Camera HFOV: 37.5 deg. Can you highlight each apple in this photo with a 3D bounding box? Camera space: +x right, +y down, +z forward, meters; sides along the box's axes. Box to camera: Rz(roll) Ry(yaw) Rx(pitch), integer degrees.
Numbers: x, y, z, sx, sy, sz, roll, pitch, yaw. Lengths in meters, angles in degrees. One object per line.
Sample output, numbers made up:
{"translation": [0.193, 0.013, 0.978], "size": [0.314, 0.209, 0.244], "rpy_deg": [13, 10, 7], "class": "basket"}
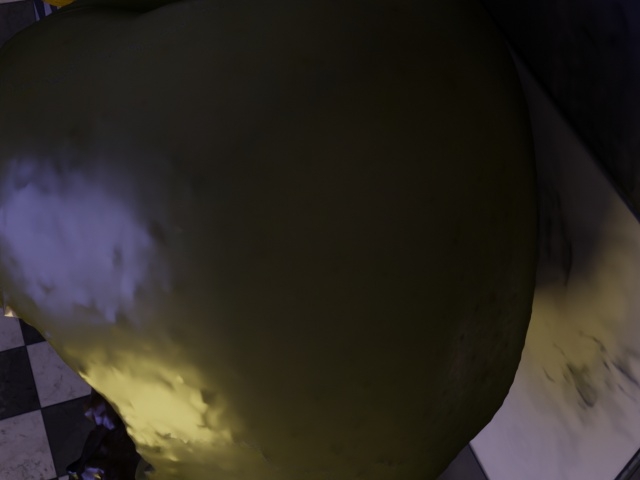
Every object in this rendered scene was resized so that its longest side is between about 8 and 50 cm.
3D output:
{"translation": [-0.021, -0.012, 0.442], "size": [0.279, 0.279, 0.279], "rpy_deg": [166, 90, -72], "class": "apple"}

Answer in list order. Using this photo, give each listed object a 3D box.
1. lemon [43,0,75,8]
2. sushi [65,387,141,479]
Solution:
{"translation": [-0.259, -0.349, 0.981], "size": [0.192, 0.192, 0.231], "rpy_deg": [133, 122, -69], "class": "lemon"}
{"translation": [-0.063, 0.151, 0.703], "size": [0.219, 0.238, 0.225], "rpy_deg": [72, -178, -65], "class": "sushi"}
